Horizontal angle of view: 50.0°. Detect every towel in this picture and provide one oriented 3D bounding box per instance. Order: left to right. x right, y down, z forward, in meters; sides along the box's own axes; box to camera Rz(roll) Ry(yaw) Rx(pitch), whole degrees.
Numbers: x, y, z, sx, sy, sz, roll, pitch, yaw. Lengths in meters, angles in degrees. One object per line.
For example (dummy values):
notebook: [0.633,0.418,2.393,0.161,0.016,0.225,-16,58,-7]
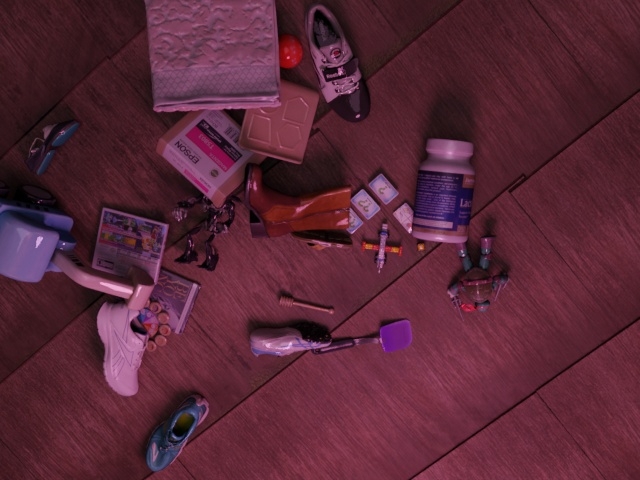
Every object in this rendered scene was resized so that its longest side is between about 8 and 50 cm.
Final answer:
towel: [-0.270,-0.483,1.734,0.331,0.053,0.317,-5,78,-6]

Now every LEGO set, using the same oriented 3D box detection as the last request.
LEGO set: [0.178,-0.036,1.906,0.182,0.060,0.244,-40,95,13]

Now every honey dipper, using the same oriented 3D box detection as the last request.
honey dipper: [-0.038,0.190,1.975,0.160,0.030,0.031,14,101,-2]

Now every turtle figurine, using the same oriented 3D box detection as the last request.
turtle figurine: [0.437,0.107,1.887,0.175,0.118,0.234,-7,94,5]

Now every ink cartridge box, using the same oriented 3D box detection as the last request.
ink cartridge box: [-0.289,-0.239,1.843,0.234,0.088,0.193,42,64,-4]

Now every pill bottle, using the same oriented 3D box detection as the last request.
pill bottle: [0.330,-0.133,1.825,0.153,0.153,0.265,6,97,3]

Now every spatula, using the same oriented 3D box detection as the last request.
spatula: [0.118,0.294,1.979,0.296,0.030,0.084,-11,99,6]

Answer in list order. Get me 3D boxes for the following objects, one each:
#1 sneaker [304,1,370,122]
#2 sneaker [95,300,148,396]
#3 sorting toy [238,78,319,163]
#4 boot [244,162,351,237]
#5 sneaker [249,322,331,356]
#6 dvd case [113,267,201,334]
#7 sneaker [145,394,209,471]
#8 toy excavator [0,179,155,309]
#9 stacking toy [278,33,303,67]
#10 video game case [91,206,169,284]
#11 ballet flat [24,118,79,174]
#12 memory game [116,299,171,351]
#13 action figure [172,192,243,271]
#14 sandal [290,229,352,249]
sneaker: [0.036,-0.463,1.799,0.122,0.146,0.331,-24,99,6]
sneaker: [-0.560,0.317,1.981,0.129,0.111,0.297,-4,109,4]
sorting toy: [-0.114,-0.328,1.849,0.192,0.038,0.209,12,93,-26]
boot: [-0.056,-0.110,1.808,0.280,0.096,0.264,-6,131,-1]
sneaker: [-0.085,0.292,1.975,0.237,0.085,0.086,-2,125,2]
dvd case: [-0.478,0.161,2.005,0.221,0.018,0.165,23,100,0]
sneaker: [-0.438,0.574,2.027,0.107,0.110,0.275,34,101,-2]
toy excavator: [-0.729,0.039,1.862,0.445,0.432,0.222,36,102,33]
stacking toy: [-0.209,-0.486,1.824,0.330,0.141,0.141,-5,99,0]
video game case: [-0.547,0.016,1.969,0.201,0.023,0.184,15,99,9]
ballet flat: [-0.763,-0.277,1.925,0.074,0.074,0.203,41,102,-3]
memory game: [-0.526,0.246,2.012,0.186,0.012,0.186,3,108,8]
action figure: [-0.314,-0.055,1.897,0.163,0.141,0.276,18,102,13]
sandal: [0.000,0.000,1.925,0.180,0.072,0.049,14,128,0]
